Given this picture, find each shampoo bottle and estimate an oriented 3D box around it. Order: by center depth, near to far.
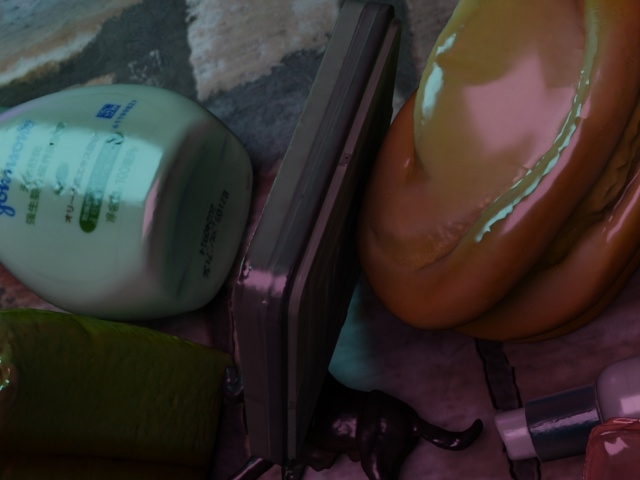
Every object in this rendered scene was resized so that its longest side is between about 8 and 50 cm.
[{"bbox_3d":[0.223,0.125,0.808,0.192,0.074,0.074,-17,67,19],"label":"shampoo bottle"},{"bbox_3d":[-0.247,-0.048,1.044,0.349,0.151,0.222,11,81,29],"label":"shampoo bottle"}]

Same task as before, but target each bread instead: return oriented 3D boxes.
[{"bbox_3d":[0.167,-0.065,0.796,0.211,0.270,0.316,26,89,14],"label":"bread"},{"bbox_3d":[-0.250,0.160,0.860,0.244,0.361,0.233,6,77,25],"label":"bread"}]

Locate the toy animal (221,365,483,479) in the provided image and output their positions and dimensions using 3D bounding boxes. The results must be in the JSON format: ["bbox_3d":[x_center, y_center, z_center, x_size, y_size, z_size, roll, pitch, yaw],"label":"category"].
[{"bbox_3d":[0.008,0.161,0.895,0.232,0.084,0.148,8,76,31],"label":"toy animal"}]

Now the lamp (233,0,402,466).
[{"bbox_3d":[0.000,0.000,0.812,0.047,0.266,0.269,15,57,8],"label":"lamp"}]

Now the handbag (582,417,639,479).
[{"bbox_3d":[0.250,0.231,0.733,0.157,0.059,0.213,4,90,15],"label":"handbag"}]
